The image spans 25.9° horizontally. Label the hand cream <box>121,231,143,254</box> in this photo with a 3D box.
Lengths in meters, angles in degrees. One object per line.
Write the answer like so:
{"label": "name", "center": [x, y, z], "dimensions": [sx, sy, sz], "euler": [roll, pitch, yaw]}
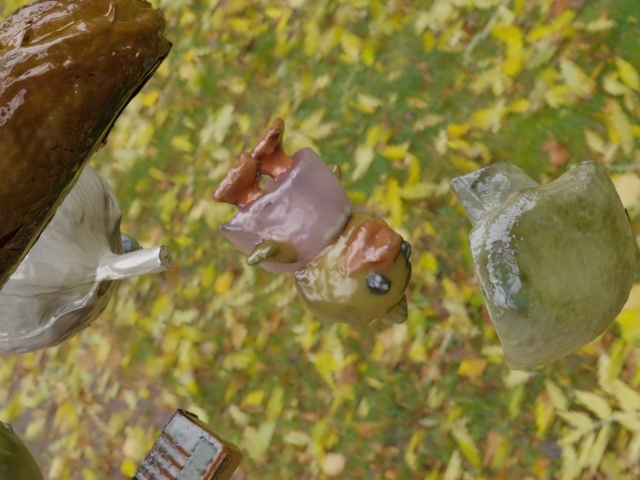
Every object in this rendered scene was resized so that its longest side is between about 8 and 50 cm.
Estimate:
{"label": "hand cream", "center": [-0.317, 0.000, 1.887], "dimensions": [0.055, 0.256, 0.088], "euler": [-38, 66, 12]}

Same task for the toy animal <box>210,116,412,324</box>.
{"label": "toy animal", "center": [0.000, 0.003, 1.696], "dimensions": [0.195, 0.281, 0.169], "euler": [-52, -2, -37]}

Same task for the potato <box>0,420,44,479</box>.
{"label": "potato", "center": [-0.346, 0.306, 1.217], "dimensions": [0.219, 0.270, 0.359], "euler": [-22, 33, 1]}

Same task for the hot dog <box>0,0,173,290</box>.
{"label": "hot dog", "center": [-0.183, -0.065, 0.850], "dimensions": [0.227, 0.099, 0.160], "euler": [-51, 7, 4]}

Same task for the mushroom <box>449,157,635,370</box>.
{"label": "mushroom", "center": [0.317, 0.018, 1.889], "dimensions": [0.217, 0.212, 0.292], "euler": [-17, 88, 13]}

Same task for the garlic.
{"label": "garlic", "center": [-0.245, 0.020, 1.378], "dimensions": [0.212, 0.218, 0.218], "euler": [10, 75, 21]}

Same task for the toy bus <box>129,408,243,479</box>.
{"label": "toy bus", "center": [-0.231, 0.376, 1.523], "dimensions": [0.092, 0.093, 0.409], "euler": [31, 85, 16]}
